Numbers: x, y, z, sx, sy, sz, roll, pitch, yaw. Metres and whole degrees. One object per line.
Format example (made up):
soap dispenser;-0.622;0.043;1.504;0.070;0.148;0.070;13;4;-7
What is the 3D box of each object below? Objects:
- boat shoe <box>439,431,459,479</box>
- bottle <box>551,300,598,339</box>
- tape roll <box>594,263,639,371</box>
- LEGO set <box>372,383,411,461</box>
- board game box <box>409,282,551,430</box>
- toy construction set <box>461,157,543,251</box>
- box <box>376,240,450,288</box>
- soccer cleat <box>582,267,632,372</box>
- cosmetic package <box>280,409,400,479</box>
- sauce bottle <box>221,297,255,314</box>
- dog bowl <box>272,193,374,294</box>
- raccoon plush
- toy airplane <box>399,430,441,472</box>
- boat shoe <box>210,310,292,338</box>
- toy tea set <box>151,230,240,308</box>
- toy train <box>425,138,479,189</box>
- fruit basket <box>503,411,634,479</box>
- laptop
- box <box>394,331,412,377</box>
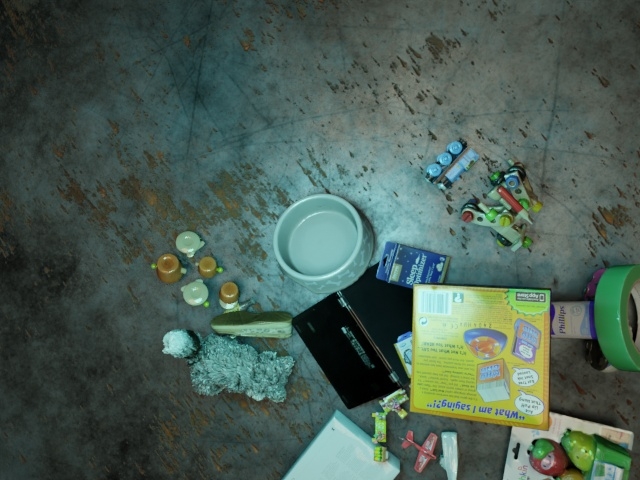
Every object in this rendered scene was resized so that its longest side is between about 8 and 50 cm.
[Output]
boat shoe;0.437;0.745;1.822;0.063;0.066;0.184;-1;94;23
bottle;0.745;0.252;1.694;0.283;0.092;0.118;-5;76;36
tape roll;0.945;0.233;1.615;0.321;0.077;0.321;5;82;-35
LEGO set;0.234;0.592;1.783;0.132;0.107;0.287;34;74;19
board game box;0.480;0.309;1.563;0.357;0.356;0.356;1;86;23
toy construction set;0.605;-0.082;1.663;0.237;0.309;0.257;45;106;0
box;0.312;0.093;1.800;0.225;0.036;0.136;14;94;-9
soccer cleat;0.931;0.257;1.718;0.143;0.116;0.331;4;88;-16
cosmetic package;0.051;0.832;1.866;0.284;0.097;0.377;38;96;4
sauce bottle;-0.295;0.247;1.930;0.128;0.042;0.042;-33;87;7
dog bowl;0.000;0.000;1.782;0.349;0.102;0.348;-6;69;15
raccoon plush;-0.285;0.428;1.756;0.299;0.446;0.216;6;79;22
toy airplane;0.341;0.716;1.840;0.151;0.028;0.151;0;90;23
boat shoe;-0.241;0.308;1.877;0.285;0.104;0.089;0;114;-1
toy tea set;-0.443;0.137;1.930;0.200;0.124;0.336;-40;79;-21
toy train;0.436;-0.250;1.784;0.105;0.080;0.184;42;97;-1
fruit basket;0.787;0.728;1.716;0.353;0.165;0.327;10;93;12
laptop;0.182;0.316;1.870;0.408;0.236;0.382;-36;85;37
box;0.300;0.372;1.757;0.081;0.028;0.136;-20;80;-19
